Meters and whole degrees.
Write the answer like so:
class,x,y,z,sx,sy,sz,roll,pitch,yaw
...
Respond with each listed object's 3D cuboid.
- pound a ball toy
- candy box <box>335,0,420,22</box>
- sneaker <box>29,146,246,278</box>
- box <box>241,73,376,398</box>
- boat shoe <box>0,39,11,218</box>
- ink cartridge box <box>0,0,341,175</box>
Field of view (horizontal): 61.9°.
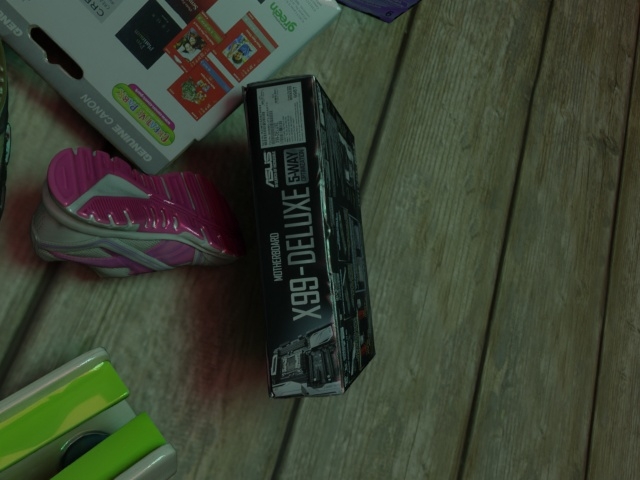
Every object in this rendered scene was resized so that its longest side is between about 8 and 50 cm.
class,x,y,z,sx,sy,sz,roll,pitch,yaw
pound a ball toy,-0.264,0.268,0.427,0.319,0.135,0.208,-32,69,-32
candy box,0.099,-0.406,0.754,0.165,0.196,0.070,6,80,-33
sneaker,-0.187,-0.014,0.568,0.252,0.111,0.102,18,46,-51
box,0.000,0.000,0.615,0.242,0.077,0.307,12,72,-77
boat shoe,-0.332,-0.095,0.493,0.080,0.073,0.223,0,86,-24
ink cartridge box,-0.183,-0.270,0.555,0.272,0.130,0.309,-39,110,10
